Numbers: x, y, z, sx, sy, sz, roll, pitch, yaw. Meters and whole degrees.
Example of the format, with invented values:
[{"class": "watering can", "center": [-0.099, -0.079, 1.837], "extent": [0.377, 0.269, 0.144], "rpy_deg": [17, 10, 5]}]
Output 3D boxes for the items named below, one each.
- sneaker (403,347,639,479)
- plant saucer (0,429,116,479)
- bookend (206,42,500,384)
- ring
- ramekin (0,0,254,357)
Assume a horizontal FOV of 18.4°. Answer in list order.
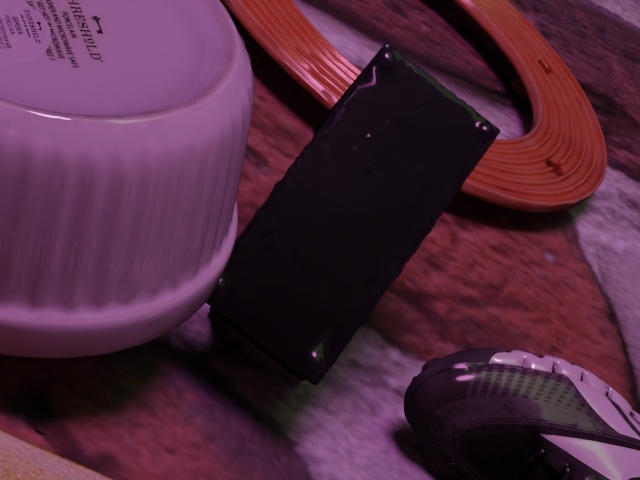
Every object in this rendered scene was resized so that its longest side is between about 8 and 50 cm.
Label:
[{"class": "sneaker", "center": [0.145, 0.134, 0.991], "extent": [0.234, 0.078, 0.106], "rpy_deg": [31, 27, -19]}, {"class": "plant saucer", "center": [-0.111, 0.074, 0.498], "extent": [0.188, 0.188, 0.045], "rpy_deg": [34, 63, -47]}, {"class": "bookend", "center": [0.000, 0.000, 1.002], "extent": [0.072, 0.156, 0.157], "rpy_deg": [37, -16, -3]}, {"class": "ring", "center": [0.050, -0.135, 1.323], "extent": [0.336, 0.032, 0.336], "rpy_deg": [30, 29, -19]}, {"class": "ramekin", "center": [-0.126, -0.057, 0.861], "extent": [0.207, 0.109, 0.207], "rpy_deg": [13, 37, -10]}]
